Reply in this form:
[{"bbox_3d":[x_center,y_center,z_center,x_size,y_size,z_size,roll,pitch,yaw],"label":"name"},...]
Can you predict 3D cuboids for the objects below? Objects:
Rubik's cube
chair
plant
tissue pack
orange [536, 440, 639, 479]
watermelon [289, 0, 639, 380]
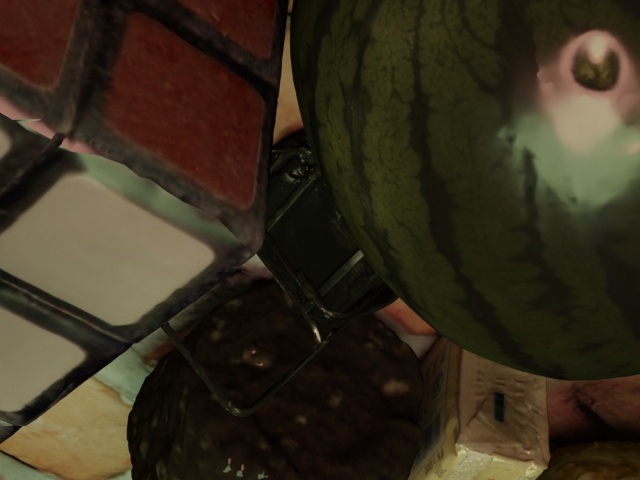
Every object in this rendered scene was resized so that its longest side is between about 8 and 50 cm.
[{"bbox_3d":[-0.219,-0.102,0.601,0.303,0.305,0.301,33,132,-27],"label":"Rubik's cube"},{"bbox_3d":[0.000,0.000,0.852,0.145,0.221,0.140,53,133,11],"label":"chair"},{"bbox_3d":[-0.058,0.198,0.998,0.215,0.213,0.312,11,141,-14],"label":"plant"},{"bbox_3d":[0.114,0.169,0.996,0.092,0.148,0.196,18,138,-10],"label":"tissue pack"},{"bbox_3d":[0.279,0.290,1.035,0.271,0.210,0.369,42,171,5],"label":"orange"},{"bbox_3d":[0.126,-0.084,0.607,0.278,0.279,0.359,-13,142,19],"label":"watermelon"}]
